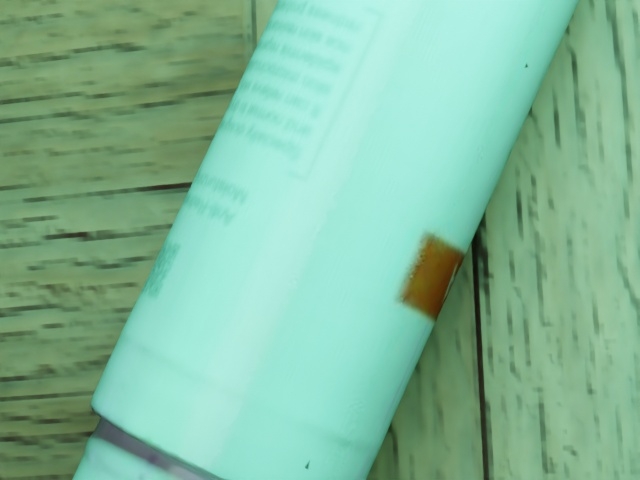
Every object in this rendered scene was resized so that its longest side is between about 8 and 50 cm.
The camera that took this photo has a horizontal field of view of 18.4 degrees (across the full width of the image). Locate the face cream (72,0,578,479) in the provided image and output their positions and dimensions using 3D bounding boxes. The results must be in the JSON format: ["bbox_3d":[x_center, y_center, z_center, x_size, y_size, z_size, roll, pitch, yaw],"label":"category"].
[{"bbox_3d":[0.000,0.000,0.691,0.102,0.102,0.345,24,89,19],"label":"face cream"}]
